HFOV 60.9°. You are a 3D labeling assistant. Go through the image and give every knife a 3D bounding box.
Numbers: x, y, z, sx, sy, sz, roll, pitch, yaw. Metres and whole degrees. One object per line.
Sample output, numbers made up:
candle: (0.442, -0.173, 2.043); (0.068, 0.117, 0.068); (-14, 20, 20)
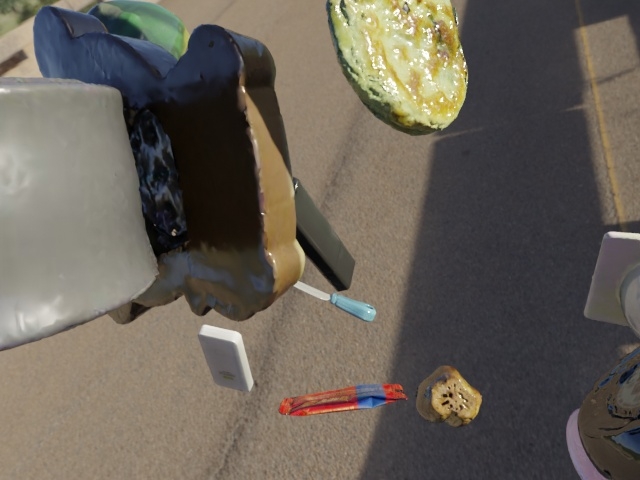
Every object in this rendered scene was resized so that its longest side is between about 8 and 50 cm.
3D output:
knife: (0.005, 0.116, 1.164); (0.058, 0.244, 0.032); (-82, 15, -74)

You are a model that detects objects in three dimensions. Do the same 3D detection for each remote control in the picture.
remote control: (-0.228, 0.292, 1.324); (0.103, 0.250, 0.034); (10, 48, 12)
remote control: (0.000, 0.000, 0.712); (0.025, 0.245, 0.063); (4, 67, 23)

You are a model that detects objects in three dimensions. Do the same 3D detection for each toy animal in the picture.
toy animal: (-0.265, -0.181, 0.778); (0.191, 0.338, 0.216); (1, 66, -11)

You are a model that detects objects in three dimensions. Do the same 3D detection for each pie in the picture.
pie: (0.131, -0.307, 0.840); (0.067, 0.302, 0.302); (-10, 33, 50)

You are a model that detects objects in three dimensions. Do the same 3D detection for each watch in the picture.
watch: (-0.234, -0.031, 0.403); (0.335, 0.314, 0.327); (5, 18, 41)

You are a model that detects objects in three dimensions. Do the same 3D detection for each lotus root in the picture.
lotus root: (0.386, 0.493, 1.682); (0.193, 0.291, 0.193); (-2, 74, 6)

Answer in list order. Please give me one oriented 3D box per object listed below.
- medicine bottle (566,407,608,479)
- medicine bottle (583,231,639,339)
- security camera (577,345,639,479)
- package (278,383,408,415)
medicine bottle: (0.753, 0.445, 1.216); (0.325, 0.212, 0.212); (-8, 31, -12)
medicine bottle: (0.633, 0.088, 0.819); (0.406, 0.236, 0.236); (8, 45, 22)
security camera: (0.406, 0.231, 0.504); (0.191, 0.277, 0.197); (-36, -10, -42)
package: (0.036, 0.253, 0.867); (0.200, 0.022, 0.083); (-7, 2, 2)
